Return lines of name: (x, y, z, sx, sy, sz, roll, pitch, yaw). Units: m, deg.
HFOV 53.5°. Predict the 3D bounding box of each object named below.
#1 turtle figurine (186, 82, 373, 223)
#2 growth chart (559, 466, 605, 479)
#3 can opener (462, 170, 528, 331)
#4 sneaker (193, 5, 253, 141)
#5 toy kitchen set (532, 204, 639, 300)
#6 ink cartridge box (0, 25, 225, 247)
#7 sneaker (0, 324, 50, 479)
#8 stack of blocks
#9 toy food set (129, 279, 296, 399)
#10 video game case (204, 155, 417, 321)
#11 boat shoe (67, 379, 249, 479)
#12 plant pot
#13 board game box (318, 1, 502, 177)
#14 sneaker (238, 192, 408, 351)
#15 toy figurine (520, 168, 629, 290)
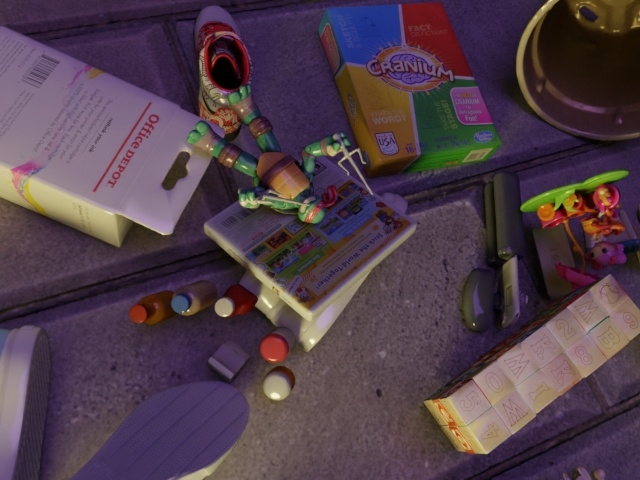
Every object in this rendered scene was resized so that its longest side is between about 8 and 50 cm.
turtle figurine: (-0.057, -0.094, 0.861, 0.234, 0.118, 0.175, 42, 60, 7)
growth chart: (0.355, 0.413, 0.871, 0.237, 0.021, 0.171, -1, 70, -42)
can opener: (0.290, 0.012, 1.043, 0.093, 0.074, 0.280, 13, 64, -8)
sneaker: (-0.155, -0.307, 1.022, 0.090, 0.145, 0.270, 1, 67, -15)
toy kitchen set: (0.490, 0.039, 1.095, 0.207, 0.166, 0.122, -13, 66, 19)
ink cartridge box: (-0.338, -0.132, 0.910, 0.354, 0.119, 0.207, 24, 62, -3)
sneaker: (-0.409, 0.275, 0.719, 0.150, 0.135, 0.365, 1, 58, -7)
stack of blocks: (0.298, 0.181, 0.915, 0.297, 0.171, 0.087, -32, 78, -14)
toy food set: (-0.128, 0.124, 0.839, 0.232, 0.104, 0.111, 37, 98, 6)
video game case: (-0.011, -0.018, 0.898, 0.206, 0.026, 0.227, 38, 56, 22)
boat shoe: (-0.224, 0.292, 0.762, 0.121, 0.119, 0.335, 39, 43, 18)
plant pot: (0.556, -0.413, 1.191, 0.334, 0.333, 0.305, 26, 52, -3)
board game box: (0.154, -0.278, 1.138, 0.242, 0.064, 0.316, -11, 70, -19)
sneaker: (0.000, 0.000, 0.952, 0.169, 0.108, 0.292, 38, 64, 0)
toy figurine: (0.415, -0.005, 0.981, 0.130, 0.173, 0.159, -1, 72, -43)
